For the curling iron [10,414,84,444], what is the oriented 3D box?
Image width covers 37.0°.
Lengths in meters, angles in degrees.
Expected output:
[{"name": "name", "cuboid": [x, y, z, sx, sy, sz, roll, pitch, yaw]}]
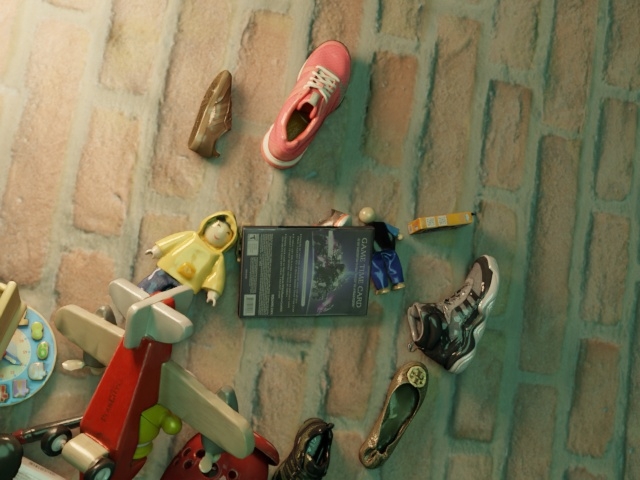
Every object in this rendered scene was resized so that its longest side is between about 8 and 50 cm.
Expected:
[{"name": "curling iron", "cuboid": [-0.564, 0.389, 1.831, 0.274, 0.035, 0.068, -22, 91, -15]}]

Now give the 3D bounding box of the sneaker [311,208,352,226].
[{"name": "sneaker", "cuboid": [0.000, 0.000, 2.025, 0.065, 0.061, 0.158, 35, 78, 25]}]

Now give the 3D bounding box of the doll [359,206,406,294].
[{"name": "doll", "cuboid": [0.121, 0.019, 2.046, 0.129, 0.046, 0.188, -14, 85, -16]}]

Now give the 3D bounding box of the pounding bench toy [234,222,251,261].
[{"name": "pounding bench toy", "cuboid": [-0.150, 0.006, 1.984, 0.052, 0.083, 0.065, 2, 113, -14]}]

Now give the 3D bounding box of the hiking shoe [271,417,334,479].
[{"name": "hiking shoe", "cuboid": [-0.038, 0.461, 1.903, 0.086, 0.114, 0.226, 22, 77, -9]}]

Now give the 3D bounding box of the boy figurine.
[{"name": "boy figurine", "cuboid": [-0.260, 0.057, 1.928, 0.177, 0.092, 0.285, 44, 78, -1]}]

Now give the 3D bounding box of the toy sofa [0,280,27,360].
[{"name": "toy sofa", "cuboid": [-0.743, 0.117, 1.759, 0.363, 0.177, 0.150, 19, 61, -1]}]

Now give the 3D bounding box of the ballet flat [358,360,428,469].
[{"name": "ballet flat", "cuboid": [0.158, 0.364, 1.994, 0.084, 0.058, 0.249, 34, 75, -7]}]

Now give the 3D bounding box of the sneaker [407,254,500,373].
[{"name": "sneaker", "cuboid": [0.278, 0.138, 2.035, 0.153, 0.101, 0.268, 23, 79, -12]}]

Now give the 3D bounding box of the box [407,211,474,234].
[{"name": "box", "cuboid": [0.266, -0.038, 2.071, 0.136, 0.081, 0.028, -5, 82, -14]}]

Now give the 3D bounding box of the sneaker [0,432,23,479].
[{"name": "sneaker", "cuboid": [-0.647, 0.444, 1.666, 0.286, 0.130, 0.109, -37, 92, -10]}]

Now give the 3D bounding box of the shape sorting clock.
[{"name": "shape sorting clock", "cuboid": [-0.616, 0.217, 1.842, 0.206, 0.040, 0.206, 2, 81, -13]}]

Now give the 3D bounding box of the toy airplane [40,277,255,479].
[{"name": "toy airplane", "cuboid": [-0.312, 0.254, 1.751, 0.385, 0.272, 0.385, -24, 73, 25]}]

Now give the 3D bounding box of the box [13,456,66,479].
[{"name": "box", "cuboid": [-0.651, 0.532, 1.756, 0.232, 0.058, 0.322, 31, 82, -8]}]

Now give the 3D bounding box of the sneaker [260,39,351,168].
[{"name": "sneaker", "cuboid": [-0.010, -0.294, 2.018, 0.116, 0.136, 0.313, 30, 76, -8]}]

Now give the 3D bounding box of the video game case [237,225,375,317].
[{"name": "video game case", "cuboid": [-0.029, 0.065, 1.972, 0.274, 0.026, 0.196, 0, 108, -14]}]

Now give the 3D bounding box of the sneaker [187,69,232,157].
[{"name": "sneaker", "cuboid": [-0.216, -0.264, 2.011, 0.071, 0.066, 0.188, 26, 81, -26]}]

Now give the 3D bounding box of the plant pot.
[{"name": "plant pot", "cuboid": [-0.188, 0.440, 1.834, 0.191, 0.191, 0.174, 32, 70, -7]}]
